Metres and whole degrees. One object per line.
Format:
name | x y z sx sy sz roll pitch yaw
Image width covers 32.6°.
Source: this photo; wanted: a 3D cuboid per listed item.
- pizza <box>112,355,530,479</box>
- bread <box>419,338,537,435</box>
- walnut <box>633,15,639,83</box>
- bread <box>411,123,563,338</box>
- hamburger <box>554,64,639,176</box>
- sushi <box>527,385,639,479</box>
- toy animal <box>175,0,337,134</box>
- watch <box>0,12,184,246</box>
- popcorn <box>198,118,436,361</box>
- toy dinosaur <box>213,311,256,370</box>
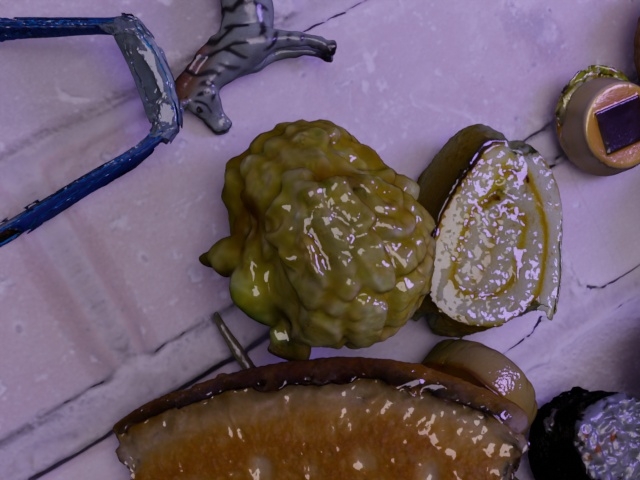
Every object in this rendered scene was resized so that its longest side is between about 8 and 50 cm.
pizza | 0.036 0.266 1.160 0.392 0.080 0.435 -40 88 13
bread | 0.187 0.181 1.287 0.156 0.125 0.086 44 58 -3
walnut | 0.482 -0.259 1.400 0.156 0.155 0.184 10 87 -14
bread | 0.195 -0.008 1.310 0.186 0.124 0.257 17 79 -19
hamburger | 0.359 -0.151 1.388 0.126 0.081 0.141 -40 107 -13
sushi | 0.339 0.289 1.294 0.136 0.126 0.225 -22 99 -24
toy animal | -0.062 -0.245 1.282 0.170 0.090 0.255 18 77 -7
watch | -0.311 -0.173 1.204 0.275 0.068 0.276 -29 93 -2
popcorn | 0.000 0.000 1.194 0.224 0.258 0.270 0 87 -44
toy dinosaur | -0.023 0.210 1.262 0.251 0.072 0.199 13 74 -6
